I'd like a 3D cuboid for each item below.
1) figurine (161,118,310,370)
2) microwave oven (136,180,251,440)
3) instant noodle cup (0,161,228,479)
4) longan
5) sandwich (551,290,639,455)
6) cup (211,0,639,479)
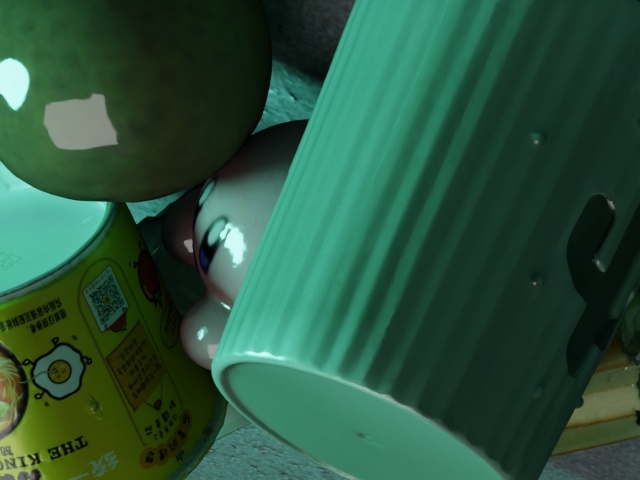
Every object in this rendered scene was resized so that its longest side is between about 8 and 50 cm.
[{"bbox_3d":[0.009,-0.003,1.789,0.261,0.269,0.211,8,134,-21],"label":"figurine"},{"bbox_3d":[-0.120,0.074,2.137,0.237,0.181,0.295,37,152,-12],"label":"microwave oven"},{"bbox_3d":[-0.271,0.088,1.832,0.326,0.325,0.254,9,130,33],"label":"instant noodle cup"},{"bbox_3d":[-0.169,-0.154,1.704,0.258,0.258,0.258,22,152,12],"label":"longan"},{"bbox_3d":[0.215,0.081,1.930,0.198,0.227,0.155,-13,143,1],"label":"sandwich"},{"bbox_3d":[0.143,0.010,1.574,0.401,0.392,0.310,36,158,-25],"label":"cup"}]
